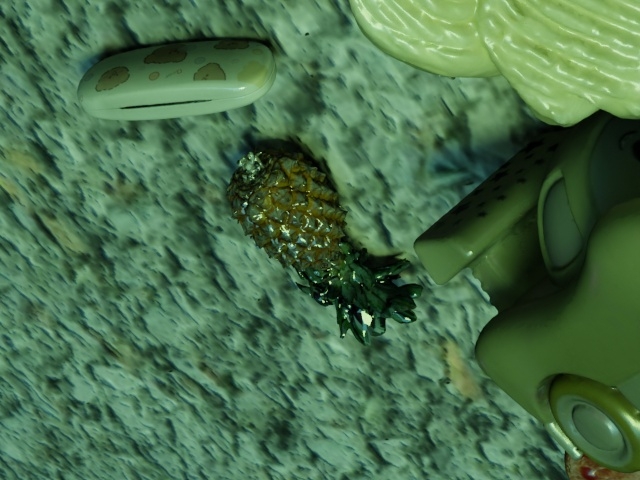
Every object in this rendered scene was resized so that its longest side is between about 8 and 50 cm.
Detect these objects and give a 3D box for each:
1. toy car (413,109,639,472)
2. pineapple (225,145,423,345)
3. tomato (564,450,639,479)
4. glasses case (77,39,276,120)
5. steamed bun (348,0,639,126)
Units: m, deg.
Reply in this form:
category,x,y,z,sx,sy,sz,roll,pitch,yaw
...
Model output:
category,x,y,z,sx,sy,sz,roll,pitch,yaw
toy car,0.234,-0.015,0.810,0.226,0.242,0.336,48,155,7
pineapple,0.000,0.000,1.061,0.103,0.083,0.221,-19,129,31
tomato,0.333,0.170,1.133,0.236,0.095,0.237,9,140,8
glasses case,-0.115,-0.127,0.980,0.164,0.063,0.041,-2,133,18
steamed bun,0.144,-0.214,0.726,0.320,0.206,0.275,34,117,-16
